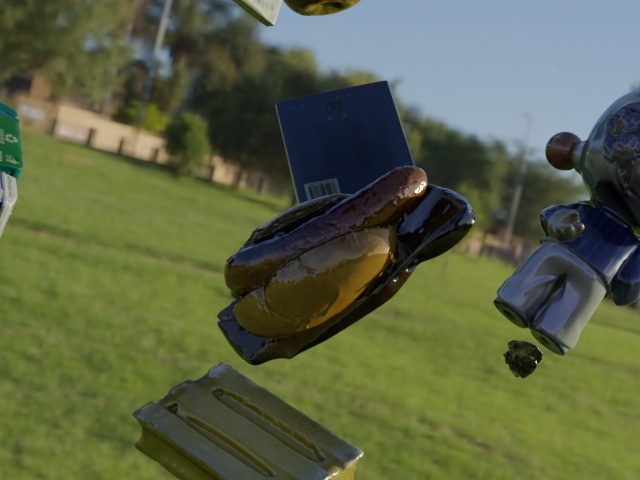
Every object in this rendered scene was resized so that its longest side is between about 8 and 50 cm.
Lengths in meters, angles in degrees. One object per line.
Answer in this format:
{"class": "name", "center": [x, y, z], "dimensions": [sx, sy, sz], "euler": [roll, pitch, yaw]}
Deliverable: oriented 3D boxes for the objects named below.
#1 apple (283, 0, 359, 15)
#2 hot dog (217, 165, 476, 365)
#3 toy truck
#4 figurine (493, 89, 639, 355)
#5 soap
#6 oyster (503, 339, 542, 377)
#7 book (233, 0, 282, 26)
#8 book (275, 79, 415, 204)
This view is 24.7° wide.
{"class": "apple", "center": [-0.003, -0.423, 2.237], "dimensions": [0.146, 0.147, 0.163], "euler": [-11, -4, 10]}
{"class": "hot dog", "center": [0.000, 0.004, 1.708], "dimensions": [0.107, 0.326, 0.194], "euler": [49, 1, -39]}
{"class": "toy truck", "center": [-0.461, -0.102, 1.921], "dimensions": [0.124, 0.114, 0.253], "euler": [12, 36, -26]}
{"class": "figurine", "center": [0.268, -0.031, 1.360], "dimensions": [0.274, 0.194, 0.133], "euler": [-30, -22, 0]}
{"class": "soap", "center": [-0.113, 0.320, 2.222], "dimensions": [0.315, 0.091, 0.199], "euler": [29, 42, 33]}
{"class": "oyster", "center": [0.284, 0.171, 2.076], "dimensions": [0.054, 0.019, 0.083], "euler": [21, -33, 8]}
{"class": "book", "center": [-0.081, -0.395, 1.748], "dimensions": [0.022, 0.231, 0.162], "euler": [-3, -26, 44]}
{"class": "book", "center": [0.041, -0.144, 2.304], "dimensions": [0.191, 0.269, 0.025], "euler": [-12, -44, -2]}
